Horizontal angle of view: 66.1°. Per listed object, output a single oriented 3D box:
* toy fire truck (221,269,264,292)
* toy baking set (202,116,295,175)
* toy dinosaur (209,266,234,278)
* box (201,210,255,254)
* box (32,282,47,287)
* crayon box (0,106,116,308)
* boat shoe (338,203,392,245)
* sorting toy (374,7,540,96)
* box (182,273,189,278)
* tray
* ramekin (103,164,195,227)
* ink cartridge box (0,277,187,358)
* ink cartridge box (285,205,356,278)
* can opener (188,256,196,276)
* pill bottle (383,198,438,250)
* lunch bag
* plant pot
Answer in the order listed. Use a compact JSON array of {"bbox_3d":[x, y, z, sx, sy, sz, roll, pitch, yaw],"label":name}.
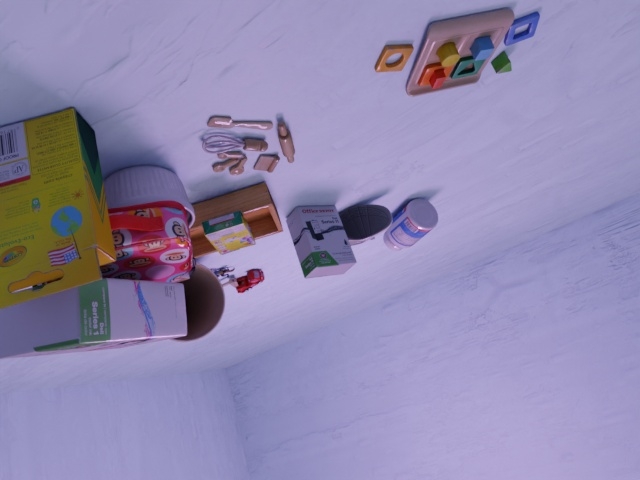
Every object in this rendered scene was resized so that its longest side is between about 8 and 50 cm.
[{"bbox_3d":[-0.325,0.167,1.914,0.192,0.047,0.135,-32,155,33],"label":"toy fire truck"},{"bbox_3d":[-0.154,-0.202,1.091,0.196,0.030,0.256,-16,160,-6],"label":"toy baking set"},{"bbox_3d":[-0.367,0.123,1.776,0.082,0.047,0.090,-6,177,25],"label":"toy dinosaur"},{"bbox_3d":[-0.235,-0.014,1.297,0.105,0.043,0.179,-17,158,-3],"label":"box"},{"bbox_3d":[-0.679,0.133,1.317,0.077,0.180,0.147,-25,160,16],"label":"box"},{"bbox_3d":[-0.466,-0.045,0.814,0.202,0.319,0.081,-16,161,-4],"label":"crayon box"},{"bbox_3d":[0.095,-0.035,1.646,0.320,0.118,0.103,-22,166,23],"label":"boat shoe"},{"bbox_3d":[0.279,-0.365,0.999,0.347,0.047,0.196,-14,160,-9],"label":"sorting toy"},{"bbox_3d":[-0.418,0.069,1.235,0.130,0.091,0.170,-16,175,-4],"label":"box"},{"bbox_3d":[-0.321,-0.031,1.349,0.410,0.076,0.203,-16,161,-1],"label":"tray"},{"bbox_3d":[-0.394,-0.079,1.099,0.207,0.109,0.207,-15,161,-5],"label":"ramekin"},{"bbox_3d":[-0.424,0.149,0.949,0.201,0.117,0.278,-13,168,21],"label":"ink cartridge box"},{"bbox_3d":[0.000,0.000,1.507,0.153,0.208,0.087,-5,154,-34],"label":"ink cartridge box"},{"bbox_3d":[-0.444,0.084,1.383,0.186,0.073,0.059,-8,-163,-17],"label":"can opener"},{"bbox_3d":[0.316,-0.048,1.774,0.124,0.124,0.221,-8,159,-26],"label":"pill bottle"},{"bbox_3d":[-0.411,0.016,0.998,0.293,0.120,0.258,-10,159,-19],"label":"lunch bag"},{"bbox_3d":[-0.490,0.216,1.663,0.256,0.257,0.274,-5,172,-32],"label":"plant pot"}]
